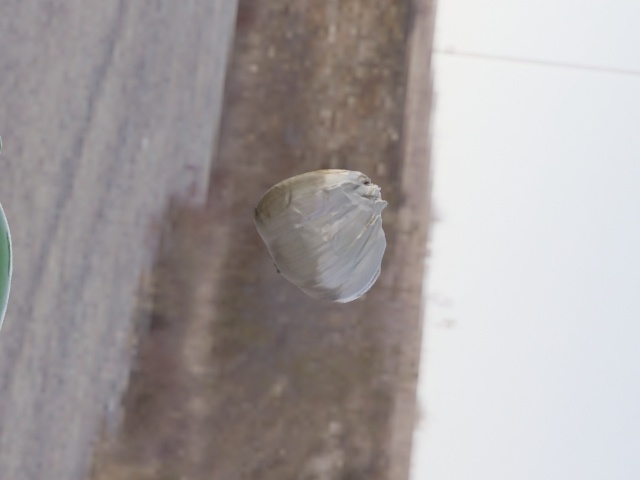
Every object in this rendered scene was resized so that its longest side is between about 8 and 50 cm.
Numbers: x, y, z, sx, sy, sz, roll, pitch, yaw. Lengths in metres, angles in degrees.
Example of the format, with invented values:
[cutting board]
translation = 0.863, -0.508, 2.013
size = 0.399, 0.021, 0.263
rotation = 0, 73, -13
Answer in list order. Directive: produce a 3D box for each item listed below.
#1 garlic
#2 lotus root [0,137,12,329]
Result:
[garlic]
translation = 0.003, 0.002, 1.170
size = 0.113, 0.094, 0.074
rotation = 47, 40, -44
[lotus root]
translation = -0.218, 0.006, 0.839
size = 0.186, 0.186, 0.186
rotation = -174, -90, -88
